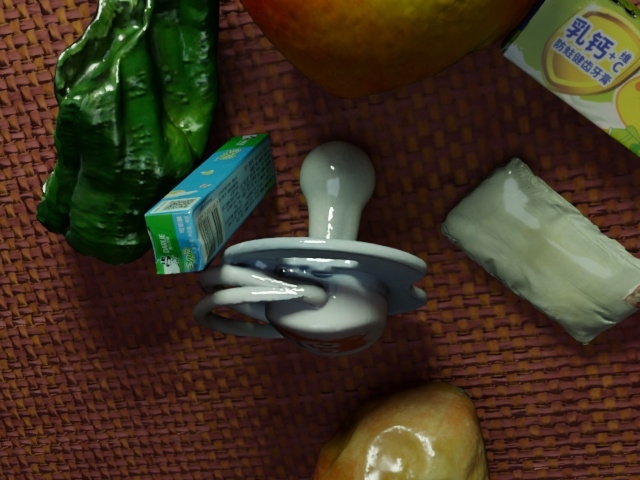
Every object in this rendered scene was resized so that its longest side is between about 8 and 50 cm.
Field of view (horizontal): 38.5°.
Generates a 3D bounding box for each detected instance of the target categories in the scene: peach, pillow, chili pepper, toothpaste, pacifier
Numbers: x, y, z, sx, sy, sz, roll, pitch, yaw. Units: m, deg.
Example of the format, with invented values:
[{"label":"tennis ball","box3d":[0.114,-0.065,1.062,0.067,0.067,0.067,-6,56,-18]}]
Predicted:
[{"label":"peach","box3d":[0.059,-0.332,0.803,0.306,0.242,0.380,-19,106,24]},{"label":"pillow","box3d":[0.254,0.014,1.018,0.229,0.051,0.128,38,123,-2]},{"label":"chili pepper","box3d":[-0.193,-0.144,0.974,0.168,0.213,0.384,13,127,-14]},{"label":"toothpaste","box3d":[0.342,-0.143,0.919,0.327,0.077,0.110,36,117,-2]},{"label":"pacifier","box3d":[0.000,0.000,1.001,0.244,0.299,0.233,7,73,8]},{"label":"toothpaste","box3d":[-0.106,-0.045,0.961,0.050,0.266,0.065,-5,111,16]},{"label":"peach","box3d":[0.110,0.280,1.092,0.214,0.214,0.235,32,98,-1]}]
